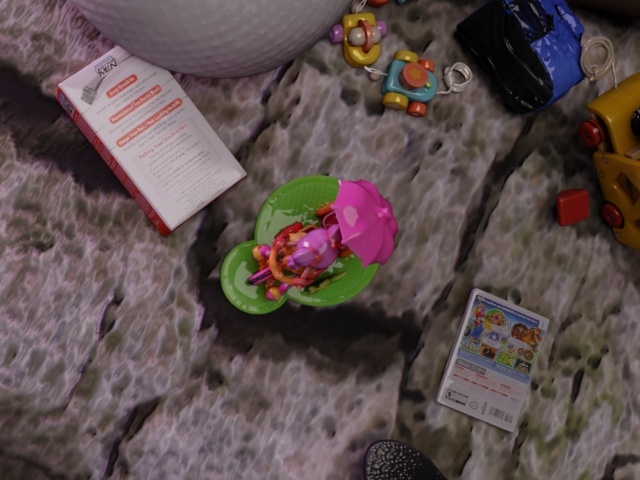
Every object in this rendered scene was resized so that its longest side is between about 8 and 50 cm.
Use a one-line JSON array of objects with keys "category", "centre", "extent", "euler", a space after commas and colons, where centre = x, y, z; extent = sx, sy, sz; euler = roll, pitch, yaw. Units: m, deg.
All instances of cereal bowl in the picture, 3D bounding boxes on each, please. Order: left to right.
[{"category": "cereal bowl", "centre": [-0.089, -0.329, 1.070], "extent": [0.339, 0.141, 0.339], "euler": [6, 75, -24]}]

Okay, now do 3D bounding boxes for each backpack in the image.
[{"category": "backpack", "centre": [0.216, -0.197, 1.189], "extent": [0.101, 0.098, 0.120], "euler": [-31, 90, -21]}]

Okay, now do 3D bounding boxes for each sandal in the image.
[{"category": "sandal", "centre": [0.104, 0.249, 1.129], "extent": [0.179, 0.040, 0.067], "euler": [35, 80, -23]}]

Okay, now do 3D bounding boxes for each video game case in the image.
[{"category": "video game case", "centre": [0.172, 0.120, 1.175], "extent": [0.087, 0.011, 0.122], "euler": [23, 77, -11]}]

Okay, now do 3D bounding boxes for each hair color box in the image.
[{"category": "hair color box", "centre": [-0.158, -0.097, 1.094], "extent": [0.093, 0.053, 0.167], "euler": [-38, 95, -17]}]

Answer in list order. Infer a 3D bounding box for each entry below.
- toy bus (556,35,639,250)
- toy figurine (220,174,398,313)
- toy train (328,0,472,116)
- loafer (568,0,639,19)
[{"category": "toy bus", "centre": [0.338, -0.082, 1.173], "extent": [0.202, 0.104, 0.191], "euler": [13, 98, -33]}, {"category": "toy figurine", "centre": [0.000, 0.000, 1.068], "extent": [0.173, 0.159, 0.130], "euler": [-29, 90, -17]}, {"category": "toy train", "centre": [0.083, -0.209, 1.180], "extent": [0.125, 0.046, 0.166], "euler": [-37, 92, -17]}, {"category": "loafer", "centre": [0.304, -0.289, 1.226], "extent": [0.366, 0.134, 0.130], "euler": [38, 97, 2]}]
